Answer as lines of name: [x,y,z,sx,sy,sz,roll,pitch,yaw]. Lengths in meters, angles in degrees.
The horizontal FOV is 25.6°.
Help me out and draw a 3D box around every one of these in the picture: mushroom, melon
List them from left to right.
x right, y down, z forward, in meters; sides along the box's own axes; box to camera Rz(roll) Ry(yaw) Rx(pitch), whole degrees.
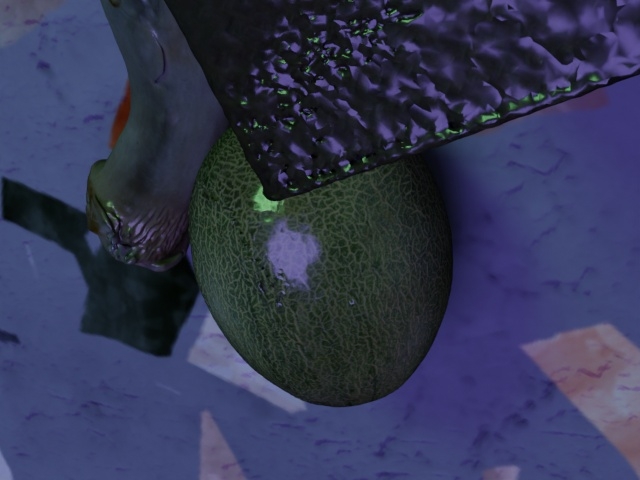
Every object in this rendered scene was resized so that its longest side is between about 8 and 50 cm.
mushroom: [-0.083,-0.082,0.772,0.092,0.081,0.223,5,127,-3]
melon: [0.000,0.000,0.753,0.139,0.139,0.192,-1,120,22]

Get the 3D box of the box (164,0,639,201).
box: [0.065,-0.150,0.548,0.184,0.273,0.143,-17,110,29]
